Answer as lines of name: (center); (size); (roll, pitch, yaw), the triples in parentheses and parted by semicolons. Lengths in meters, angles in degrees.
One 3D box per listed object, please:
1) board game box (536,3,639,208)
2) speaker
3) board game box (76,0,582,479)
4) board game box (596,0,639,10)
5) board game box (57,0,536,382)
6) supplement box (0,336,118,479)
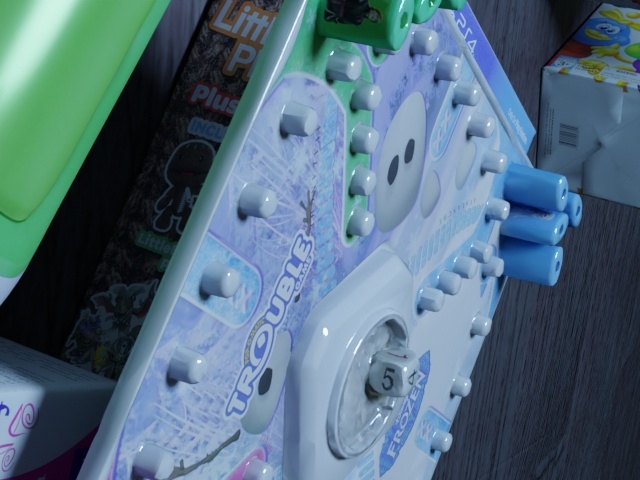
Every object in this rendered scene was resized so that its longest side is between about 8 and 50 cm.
board game box: (0.358, -0.171, 1.409); (0.275, 0.142, 0.144); (-46, 143, -43)
speaker: (-0.127, -0.107, 0.515); (0.296, 0.131, 0.131); (-65, 153, -17)
board game box: (0.027, 0.077, 0.686); (0.390, 0.050, 0.390); (-67, 154, -11)
board game box: (0.365, -0.361, 1.224); (0.303, 0.224, 0.097); (-63, 155, -20)
board game box: (0.000, 0.000, 0.807); (0.291, 0.141, 0.232); (-68, 154, -10)
supplement box: (-0.194, 0.096, 0.519); (0.220, 0.114, 0.111); (8, 97, -66)
